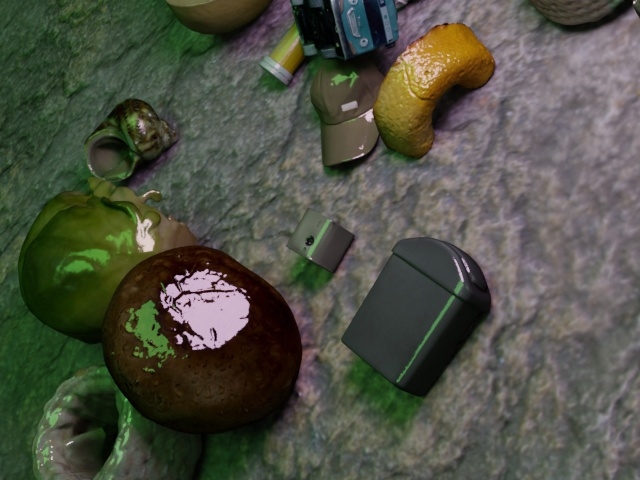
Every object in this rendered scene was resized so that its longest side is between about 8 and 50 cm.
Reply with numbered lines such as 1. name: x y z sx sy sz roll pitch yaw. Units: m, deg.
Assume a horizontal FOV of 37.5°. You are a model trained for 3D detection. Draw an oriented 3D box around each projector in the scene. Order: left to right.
1. projector: 0.000 0.000 1.700 0.083 0.083 0.082 29 89 41

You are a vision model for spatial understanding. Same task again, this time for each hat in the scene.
1. hat: 0.033 -0.242 1.766 0.166 0.144 0.173 -13 40 33

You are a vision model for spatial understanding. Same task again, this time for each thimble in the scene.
1. thimble: -0.371 0.363 1.738 0.291 0.195 0.292 -14 64 31
2. thimble: 0.418 -0.468 1.560 0.219 0.150 0.219 -16 60 29

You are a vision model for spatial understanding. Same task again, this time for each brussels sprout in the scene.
1. brussels sprout: -0.431 0.056 1.879 0.371 0.276 0.315 -2 55 28

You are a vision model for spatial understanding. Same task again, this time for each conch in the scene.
1. conch: -0.413 -0.219 2.082 0.181 0.124 0.187 10 101 29

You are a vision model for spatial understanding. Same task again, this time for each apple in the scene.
1. apple: -0.213 -0.587 2.014 0.257 0.233 0.295 -21 80 5

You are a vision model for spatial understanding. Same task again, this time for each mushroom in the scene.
1. mushroom: -0.209 0.169 1.637 0.345 0.239 0.345 -4 49 5

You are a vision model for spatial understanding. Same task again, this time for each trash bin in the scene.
1. trash bin: 0.160 0.111 1.527 0.176 0.101 0.236 35 95 39

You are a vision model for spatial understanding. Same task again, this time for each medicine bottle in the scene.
1. medicine bottle: -0.031 -0.421 1.922 0.218 0.074 0.074 -52 50 3

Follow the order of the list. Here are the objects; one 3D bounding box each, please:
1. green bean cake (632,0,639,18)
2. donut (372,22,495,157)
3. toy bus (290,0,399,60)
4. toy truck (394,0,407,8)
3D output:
1. green bean cake: 0.589 -0.422 1.460 0.183 0.094 0.185 9 80 37
2. donut: 0.184 -0.268 1.642 0.259 0.152 0.101 -50 57 10
3. toy bus: 0.043 -0.415 1.751 0.147 0.128 0.256 -21 21 -13
4. toy truck: 0.166 -0.657 1.810 0.207 0.173 0.388 -18 61 31
